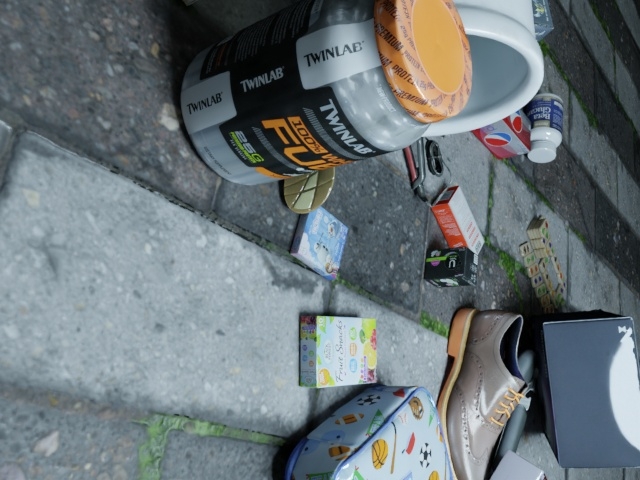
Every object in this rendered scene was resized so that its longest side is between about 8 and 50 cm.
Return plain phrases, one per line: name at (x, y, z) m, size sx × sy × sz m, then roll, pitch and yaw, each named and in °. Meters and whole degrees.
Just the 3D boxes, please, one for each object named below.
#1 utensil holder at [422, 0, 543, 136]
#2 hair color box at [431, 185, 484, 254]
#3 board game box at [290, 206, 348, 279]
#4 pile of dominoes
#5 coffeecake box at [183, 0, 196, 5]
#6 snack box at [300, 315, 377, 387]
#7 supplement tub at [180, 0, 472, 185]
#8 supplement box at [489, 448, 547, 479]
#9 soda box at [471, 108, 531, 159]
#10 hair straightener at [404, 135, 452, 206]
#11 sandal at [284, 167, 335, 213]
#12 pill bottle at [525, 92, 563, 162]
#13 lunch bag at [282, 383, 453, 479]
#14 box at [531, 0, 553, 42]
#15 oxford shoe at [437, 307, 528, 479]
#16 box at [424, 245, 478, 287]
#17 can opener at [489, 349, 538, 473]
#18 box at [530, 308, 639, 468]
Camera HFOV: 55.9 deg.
utensil holder at (0.156, -0.400, 0.937) m, size 0.328 × 0.328 × 0.385 m, roll 17°, pitch 68°, yaw -47°
hair color box at (0.278, -0.032, 1.218) m, size 0.072 × 0.043 × 0.141 m, roll -50°, pitch 119°, yaw -42°
board game box at (0.000, 0.000, 0.906) m, size 0.090 × 0.020 × 0.090 m, roll 36°, pitch 58°, yaw -38°
pile of dominoes at (0.599, 0.069, 1.576) m, size 0.196 × 0.040 × 0.251 m, roll -45°, pitch 116°, yaw -44°
coffeecake box at (-0.178, -0.413, 0.736) m, size 0.185 × 0.068 × 0.142 m, roll 46°, pitch 51°, yaw -34°
snack box at (0.029, 0.164, 0.896) m, size 0.141 × 0.037 × 0.100 m, roll 11°, pitch 74°, yaw -48°
supplement tub at (0.001, -0.182, 0.712) m, size 0.194 × 0.316 × 0.193 m, roll 12°, pitch 75°, yaw -47°
supplement box at (0.367, 0.492, 1.129) m, size 0.130 × 0.073 × 0.239 m, roll -54°, pitch 142°, yaw -13°
soda box at (0.381, -0.285, 1.353) m, size 0.263 × 0.084 × 0.092 m, roll 30°, pitch 60°, yaw -42°
hair straightener at (0.193, -0.176, 1.108) m, size 0.047 × 0.089 × 0.230 m, roll -17°, pitch 95°, yaw -66°
sandal at (-0.012, -0.124, 0.888) m, size 0.049 × 0.072 × 0.180 m, roll 77°, pitch 15°, yaw -75°
pill bottle at (0.585, -0.293, 1.584) m, size 0.094 × 0.094 × 0.169 m, roll 34°, pitch 59°, yaw -41°
lunch bag at (0.076, 0.360, 0.860) m, size 0.303 × 0.115 × 0.243 m, roll -22°, pitch 103°, yaw -50°
box at (0.308, -0.418, 1.065) m, size 0.059 × 0.183 × 0.232 m, roll 3°, pitch 71°, yaw -22°
oxford shoe at (0.306, 0.297, 1.120) m, size 0.130 × 0.133 × 0.363 m, roll 29°, pitch 62°, yaw -43°
box at (0.245, 0.051, 1.133) m, size 0.052 × 0.083 × 0.062 m, roll 31°, pitch 60°, yaw -44°
can opener at (0.383, 0.351, 1.245) m, size 0.280 × 0.074 × 0.093 m, roll -58°, pitch 135°, yaw -35°
box at (0.574, 0.308, 1.322) m, size 0.294 × 0.183 × 0.296 m, roll 18°, pitch 66°, yaw -76°
